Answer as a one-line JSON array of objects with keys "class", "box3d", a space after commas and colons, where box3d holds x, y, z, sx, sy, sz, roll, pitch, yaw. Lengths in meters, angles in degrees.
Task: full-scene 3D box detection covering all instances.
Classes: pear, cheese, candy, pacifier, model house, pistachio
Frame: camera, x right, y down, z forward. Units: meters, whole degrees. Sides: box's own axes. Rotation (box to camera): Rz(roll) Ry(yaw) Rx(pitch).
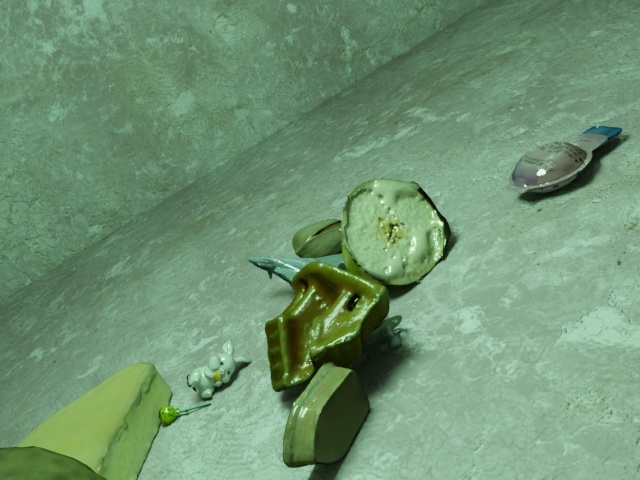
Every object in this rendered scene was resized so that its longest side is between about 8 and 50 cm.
[{"class": "pear", "box3d": [0.131, -0.004, 1.508, 0.267, 0.267, 0.178, -44, 3, -28]}, {"class": "cheese", "box3d": [0.535, -0.182, 1.499, 0.286, 0.074, 0.189, -32, 24, -14]}, {"class": "candy", "box3d": [-0.289, 0.362, 1.444, 0.122, 0.035, 0.035, -15, 15, 11]}, {"class": "pacifier", "box3d": [0.131, 0.180, 1.297, 0.083, 0.068, 0.064, -43, 56, 13]}, {"class": "cheese", "box3d": [-0.519, 0.444, 1.446, 0.383, 0.104, 0.384, -25, 24, 12]}, {"class": "model house", "box3d": [-0.013, 0.172, 1.260, 0.239, 0.173, 0.268, -53, 4, -21]}, {"class": "pistachio", "box3d": [0.000, 0.000, 1.717, 0.149, 0.113, 0.113, -37, 24, -12]}]

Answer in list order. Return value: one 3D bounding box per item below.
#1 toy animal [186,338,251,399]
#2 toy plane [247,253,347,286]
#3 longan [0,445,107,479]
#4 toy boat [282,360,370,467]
[{"class": "toy animal", "box3d": [-0.222, 0.282, 1.467, 0.124, 0.071, 0.085, -38, 5, 4]}, {"class": "toy plane", "box3d": [-0.055, 0.083, 1.602, 0.267, 0.088, 0.212, 7, 39, 26]}, {"class": "longan", "box3d": [-0.462, 0.493, 0.974, 0.391, 0.391, 0.391, -25, 24, 12]}, {"class": "toy boat", "box3d": [0.009, 0.298, 1.113, 0.061, 0.116, 0.188, -1, 34, 36]}]
